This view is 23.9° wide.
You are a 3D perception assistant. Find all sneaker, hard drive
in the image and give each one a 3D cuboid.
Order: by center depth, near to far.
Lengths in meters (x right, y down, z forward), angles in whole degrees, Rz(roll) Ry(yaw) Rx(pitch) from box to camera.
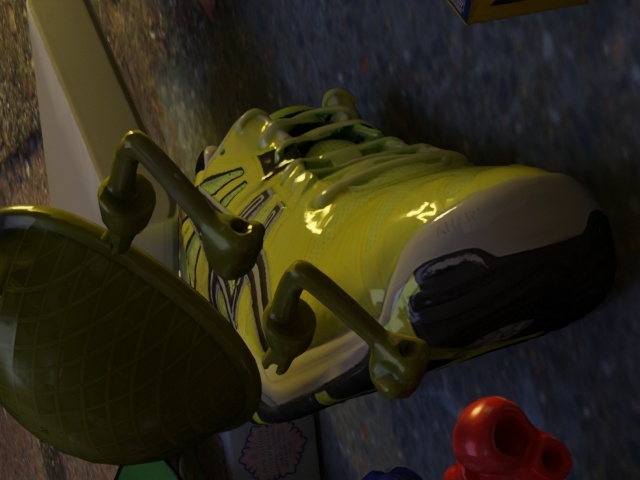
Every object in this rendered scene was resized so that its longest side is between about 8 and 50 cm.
[{"bbox_3d":[0.000,0.000,0.723,0.384,0.145,0.147,-17,88,67],"label":"sneaker"},{"bbox_3d":[-0.140,0.009,1.005,0.307,0.040,0.203,97,152,-52],"label":"hard drive"}]

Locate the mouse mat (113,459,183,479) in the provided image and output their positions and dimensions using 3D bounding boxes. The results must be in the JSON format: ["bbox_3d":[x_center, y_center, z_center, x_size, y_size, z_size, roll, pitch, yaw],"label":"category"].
[{"bbox_3d":[-0.094,0.215,1.036,0.153,0.007,0.190,51,151,13],"label":"mouse mat"}]

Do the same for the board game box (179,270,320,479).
[{"bbox_3d":[-0.082,0.204,1.161,0.318,0.066,0.318,-148,48,-61],"label":"board game box"}]

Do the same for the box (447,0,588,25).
[{"bbox_3d":[0.048,-0.162,0.610,0.054,0.059,0.169,101,147,-46],"label":"box"}]

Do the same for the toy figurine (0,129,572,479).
[{"bbox_3d":[-0.014,0.165,0.530,0.362,0.217,0.191,39,154,-13],"label":"toy figurine"}]
